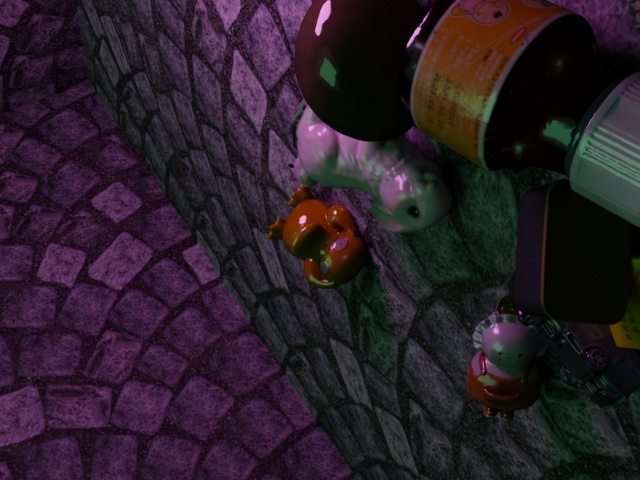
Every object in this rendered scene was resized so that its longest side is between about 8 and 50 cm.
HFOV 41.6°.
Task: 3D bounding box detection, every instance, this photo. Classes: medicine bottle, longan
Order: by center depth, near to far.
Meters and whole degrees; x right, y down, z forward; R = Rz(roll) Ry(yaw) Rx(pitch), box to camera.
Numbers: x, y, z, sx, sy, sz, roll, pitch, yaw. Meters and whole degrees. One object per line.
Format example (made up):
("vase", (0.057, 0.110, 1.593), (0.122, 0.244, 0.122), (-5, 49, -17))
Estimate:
("medicine bottle", (0.312, -0.176, 1.110), (0.395, 0.242, 0.242), (34, 145, 27))
("longan", (0.082, -0.311, 1.448), (0.243, 0.300, 0.300), (11, 137, 11))

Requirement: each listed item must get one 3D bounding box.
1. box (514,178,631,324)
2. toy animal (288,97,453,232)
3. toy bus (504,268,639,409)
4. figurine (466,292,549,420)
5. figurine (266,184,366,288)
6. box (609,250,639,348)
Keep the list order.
("box", (0.361, 0.018, 1.221), (0.090, 0.145, 0.200), (173, 101, -70))
("toy animal", (0.106, -0.139, 1.653), (0.357, 0.194, 0.257), (45, 141, 22))
("toy bus", (0.411, 0.143, 1.358), (0.261, 0.109, 0.091), (57, 155, 13))
("figurine", (0.348, 0.215, 1.564), (0.143, 0.143, 0.271), (27, 117, 56))
("figurine", (0.000, -0.003, 2.041), (0.228, 0.215, 0.215), (-125, 20, -58))
("box", (0.501, 0.086, 1.185), (0.269, 0.043, 0.152), (-4, 110, 66))
